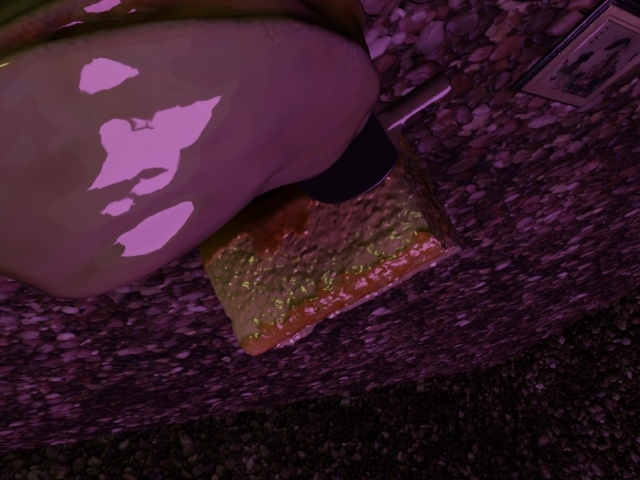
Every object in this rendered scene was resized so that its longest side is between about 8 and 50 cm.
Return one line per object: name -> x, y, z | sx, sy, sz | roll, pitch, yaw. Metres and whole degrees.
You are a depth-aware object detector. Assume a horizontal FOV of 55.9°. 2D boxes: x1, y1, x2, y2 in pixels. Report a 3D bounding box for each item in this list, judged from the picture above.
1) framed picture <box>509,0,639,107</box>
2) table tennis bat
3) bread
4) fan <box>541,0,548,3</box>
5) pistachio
framed picture -> 0.416, -0.274, 0.910 | 0.200, 0.010, 0.195 | 2, 148, -35
table tennis bat -> 0.063, -0.146, 0.806 | 0.247, 0.138, 0.022 | -32, 174, 20
bread -> 0.000, 0.000, 0.941 | 0.375, 0.236, 0.165 | -32, 164, 22
fan -> 0.307, -0.348, 0.698 | 0.113, 0.005, 0.175 | -8, 151, -21
pistachio -> -0.156, -0.110, 0.562 | 0.446, 0.281, 0.365 | -19, 171, -16
